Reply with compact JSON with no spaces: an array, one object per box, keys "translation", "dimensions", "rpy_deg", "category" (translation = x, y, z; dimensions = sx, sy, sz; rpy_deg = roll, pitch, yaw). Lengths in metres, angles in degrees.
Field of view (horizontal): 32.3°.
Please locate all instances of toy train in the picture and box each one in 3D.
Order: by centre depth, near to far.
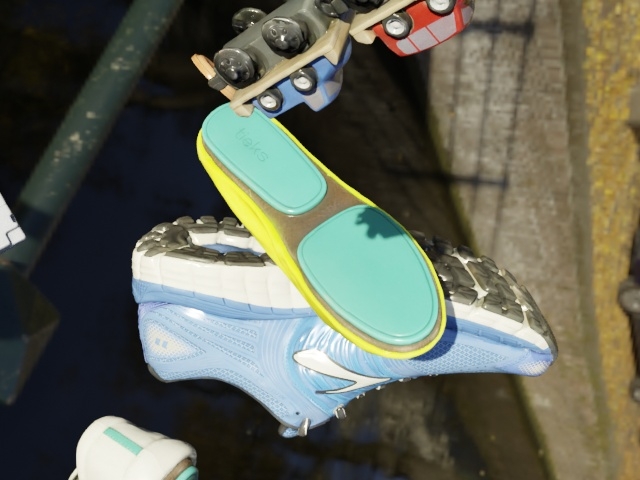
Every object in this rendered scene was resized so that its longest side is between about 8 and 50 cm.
[{"translation":[0.026,-0.071,0.305],"dimensions":[0.036,0.158,0.027],"rpy_deg":[41,47,-28],"category":"toy train"}]

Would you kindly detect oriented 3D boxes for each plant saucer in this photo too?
[{"translation":[-0.132,-0.209,1.420],"dimensions":[0.013,0.083,0.083],"rpy_deg":[-45,150,8],"category":"plant saucer"}]

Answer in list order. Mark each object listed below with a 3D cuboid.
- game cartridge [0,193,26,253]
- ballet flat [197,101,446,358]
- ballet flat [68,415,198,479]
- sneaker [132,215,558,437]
[{"translation":[-0.626,-0.082,1.755],"dimensions":[0.297,0.198,0.062],"rpy_deg":[59,-9,5],"category":"game cartridge"},{"translation":[0.000,0.000,0.712],"dimensions":[0.077,0.231,0.077],"rpy_deg":[-32,149,-18],"category":"ballet flat"},{"translation":[-0.214,0.308,1.216],"dimensions":[0.139,0.139,0.400],"rpy_deg":[-57,169,-38],"category":"ballet flat"},{"translation":[0.018,0.073,0.861],"dimensions":[0.130,0.330,0.147],"rpy_deg":[-88,-175,-69],"category":"sneaker"}]
